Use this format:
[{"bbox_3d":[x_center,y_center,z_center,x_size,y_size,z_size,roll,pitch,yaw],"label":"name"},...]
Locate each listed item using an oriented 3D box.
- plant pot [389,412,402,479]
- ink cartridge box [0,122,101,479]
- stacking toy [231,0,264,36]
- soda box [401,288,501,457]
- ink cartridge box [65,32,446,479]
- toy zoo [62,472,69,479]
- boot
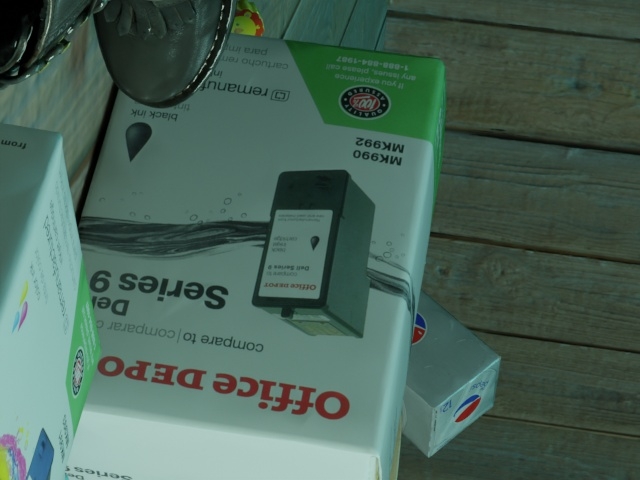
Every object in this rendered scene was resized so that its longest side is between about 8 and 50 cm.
[{"bbox_3d":[-0.035,0.288,1.520,0.284,0.191,0.284,7,90,-83],"label":"plant pot"},{"bbox_3d":[-0.155,0.080,0.594,0.154,0.093,0.212,91,11,-52],"label":"ink cartridge box"},{"bbox_3d":[-0.042,-0.059,1.300,0.167,0.052,0.221,-109,-172,-49],"label":"stacking toy"},{"bbox_3d":[0.046,0.083,1.639,0.098,0.286,0.091,-35,149,-26],"label":"soda box"},{"bbox_3d":[-0.041,0.019,1.020,0.121,0.211,0.289,89,10,-58],"label":"ink cartridge box"},{"bbox_3d":[-0.176,0.195,0.823,0.293,0.030,0.192,-67,163,-68],"label":"toy zoo"},{"bbox_3d":[-0.117,-0.139,0.810,0.229,0.091,0.263,-61,163,-51],"label":"boot"}]
